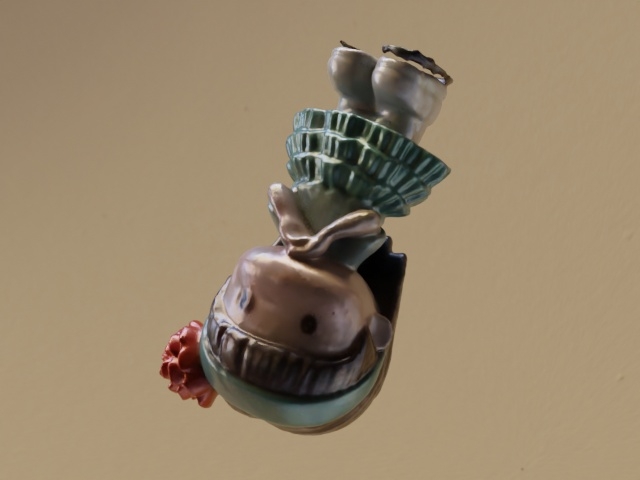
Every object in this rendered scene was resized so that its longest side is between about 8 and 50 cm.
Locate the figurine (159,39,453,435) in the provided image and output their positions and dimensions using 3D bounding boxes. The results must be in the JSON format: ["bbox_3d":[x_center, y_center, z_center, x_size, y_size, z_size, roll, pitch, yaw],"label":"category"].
[{"bbox_3d":[0.000,0.000,0.839,0.138,0.110,0.245,19,-94,38],"label":"figurine"}]
